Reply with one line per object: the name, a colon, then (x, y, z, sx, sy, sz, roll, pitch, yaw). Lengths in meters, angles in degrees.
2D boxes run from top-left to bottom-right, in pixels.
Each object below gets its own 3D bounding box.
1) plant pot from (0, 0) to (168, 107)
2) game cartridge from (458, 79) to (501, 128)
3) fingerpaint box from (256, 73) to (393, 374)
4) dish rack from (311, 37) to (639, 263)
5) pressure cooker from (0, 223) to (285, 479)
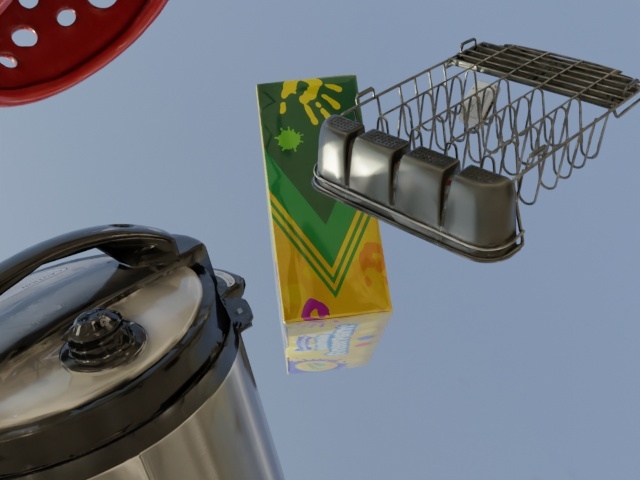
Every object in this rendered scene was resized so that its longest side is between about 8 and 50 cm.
plant pot: (-0.222, -0.216, 0.597, 0.191, 0.191, 0.174, -40, -95, -24)
game cartridge: (0.283, -0.245, 1.510, 0.017, 0.056, 0.083, 24, -86, -52)
fingerpaint box: (0.000, 0.000, 1.386, 0.163, 0.445, 0.370, -6, -108, -3)
dish rack: (0.148, -0.101, 0.751, 0.208, 0.074, 0.272, 28, -134, 36)
pressure cooker: (-0.236, 0.197, 0.888, 0.376, 0.370, 0.420, -11, -64, 6)
